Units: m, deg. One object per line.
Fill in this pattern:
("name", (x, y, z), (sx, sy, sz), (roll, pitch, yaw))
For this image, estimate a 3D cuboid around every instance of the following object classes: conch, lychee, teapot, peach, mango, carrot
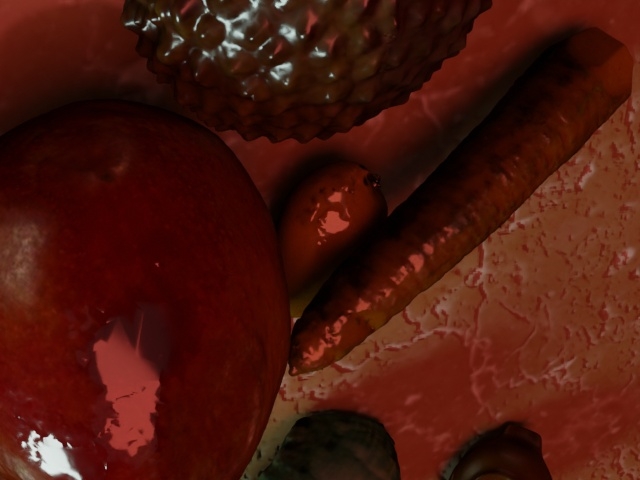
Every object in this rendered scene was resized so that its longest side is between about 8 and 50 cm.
("conch", (-0.016, 0.243, 0.683), (0.176, 0.122, 0.188), (0, 124, -45))
("lychee", (-0.001, -0.158, 0.428), (0.200, 0.200, 0.238), (8, 130, -21))
("teapot", (0.164, 0.230, 0.762), (0.098, 0.078, 0.129), (16, 101, 18))
("peach", (-0.115, 0.042, 0.470), (0.199, 0.243, 0.243), (-12, 121, -5))
("mango", (0.000, 0.000, 0.587), (0.077, 0.063, 0.127), (11, 118, -30))
("carrot", (0.089, -0.027, 0.555), (0.314, 0.066, 0.066), (-42, 123, -12))
